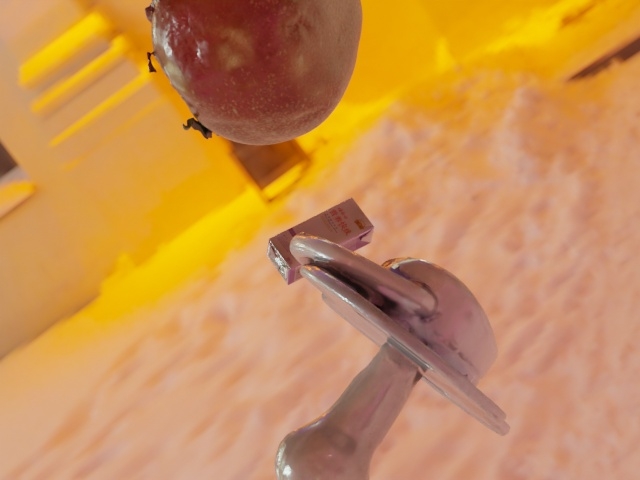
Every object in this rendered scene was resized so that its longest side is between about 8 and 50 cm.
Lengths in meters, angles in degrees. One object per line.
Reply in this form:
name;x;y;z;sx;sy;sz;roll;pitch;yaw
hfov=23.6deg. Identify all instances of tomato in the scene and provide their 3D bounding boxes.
tomato;-0.079;-0.285;2.049;0.239;0.303;0.303;-9;24;31

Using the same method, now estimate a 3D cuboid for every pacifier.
pacifier;0.036;0.119;1.266;0.226;0.238;0.287;-54;-10;-7

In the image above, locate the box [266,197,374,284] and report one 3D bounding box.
box;0.000;0.000;1.717;0.117;0.050;0.036;-29;-25;-22
